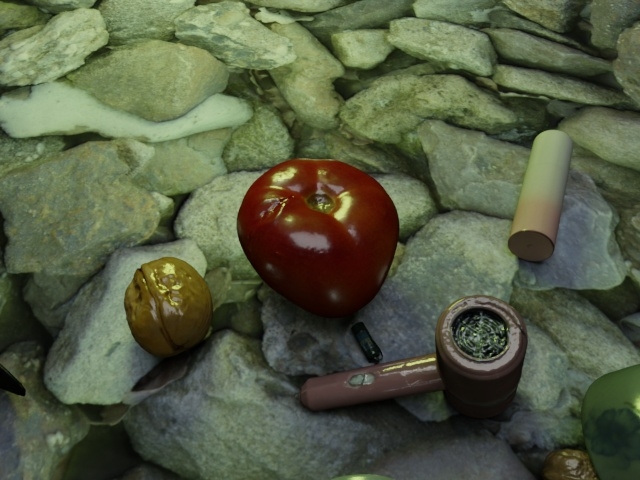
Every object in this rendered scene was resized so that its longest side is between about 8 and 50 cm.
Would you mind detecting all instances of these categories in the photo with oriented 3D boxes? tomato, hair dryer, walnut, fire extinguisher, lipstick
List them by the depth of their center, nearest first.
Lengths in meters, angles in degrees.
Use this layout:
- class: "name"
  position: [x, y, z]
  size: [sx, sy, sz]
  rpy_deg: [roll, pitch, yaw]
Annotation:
- class: "walnut"
  position: [0.362, 0.339, 0.759]
  size: [0.096, 0.082, 0.079]
  rpy_deg: [10, 76, -9]
- class: "hair dryer"
  position: [0.125, 0.203, 0.804]
  size: [0.352, 0.210, 0.125]
  rpy_deg: [-14, 56, 6]
- class: "walnut"
  position: [-0.255, 0.108, 0.897]
  size: [0.144, 0.144, 0.180]
  rpy_deg: [-24, 50, -20]
- class: "fire extinguisher"
  position: [0.084, 0.180, 0.918]
  size: [0.038, 0.025, 0.083]
  rpy_deg: [-1, 46, -33]
- class: "tomato"
  position: [0.000, 0.000, 0.935]
  size: [0.298, 0.226, 0.299]
  rpy_deg: [3, 43, -3]
- class: "lipstick"
  position: [0.467, -0.103, 1.122]
  size: [0.087, 0.087, 0.327]
  rpy_deg: [19, 52, 14]

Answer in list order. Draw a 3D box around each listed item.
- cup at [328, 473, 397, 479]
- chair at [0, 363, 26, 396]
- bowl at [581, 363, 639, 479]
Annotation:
- class: "cup"
  position: [0.018, 0.427, 0.637]
  size: [0.258, 0.186, 0.234]
  rpy_deg: [-19, 39, 18]
- class: "chair"
  position: [-0.616, 0.296, 0.678]
  size: [0.226, 0.227, 0.401]
  rpy_deg: [23, 54, 16]
- class: "bowl"
  position: [0.528, 0.278, 0.728]
  size: [0.289, 0.146, 0.289]
  rpy_deg: [11, 47, -12]
